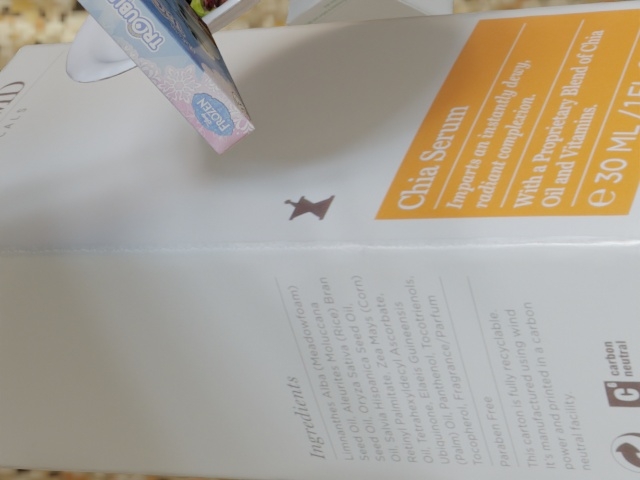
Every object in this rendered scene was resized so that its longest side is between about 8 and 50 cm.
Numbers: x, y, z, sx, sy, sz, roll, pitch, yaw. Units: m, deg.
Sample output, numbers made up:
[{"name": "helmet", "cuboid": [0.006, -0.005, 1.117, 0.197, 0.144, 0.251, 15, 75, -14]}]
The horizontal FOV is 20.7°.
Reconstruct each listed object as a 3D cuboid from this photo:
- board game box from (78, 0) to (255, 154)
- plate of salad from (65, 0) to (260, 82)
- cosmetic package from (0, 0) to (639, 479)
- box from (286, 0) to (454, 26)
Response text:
[{"name": "board game box", "cuboid": [-0.066, -0.088, 0.669, 0.020, 0.090, 0.090, -35, 127, 9]}, {"name": "plate of salad", "cuboid": [-0.048, -0.148, 0.816, 0.200, 0.200, 0.048, -29, 115, 23]}, {"name": "cosmetic package", "cuboid": [0.000, 0.000, 0.961, 0.453, 0.230, 0.161, -2, 126, 25]}, {"name": "box", "cuboid": [0.043, -0.210, 1.430, 0.102, 0.087, 0.101, 21, 151, -30]}]
